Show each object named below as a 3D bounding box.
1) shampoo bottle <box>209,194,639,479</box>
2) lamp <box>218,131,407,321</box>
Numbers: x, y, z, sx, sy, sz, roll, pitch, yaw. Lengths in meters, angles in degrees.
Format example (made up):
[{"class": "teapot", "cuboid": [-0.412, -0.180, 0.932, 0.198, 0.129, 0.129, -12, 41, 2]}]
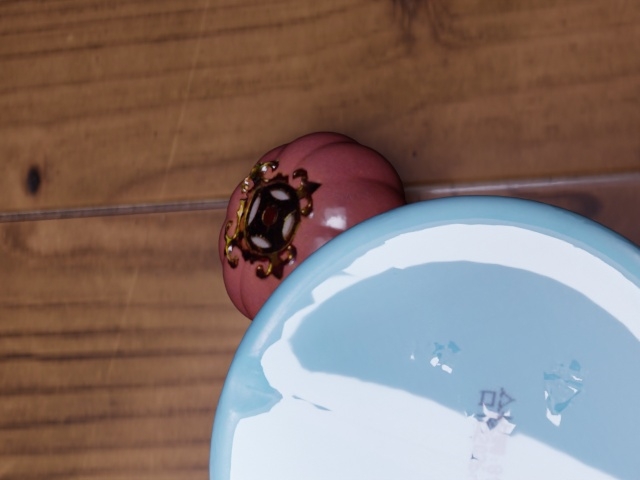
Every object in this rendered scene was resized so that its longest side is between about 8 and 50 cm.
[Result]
[{"class": "shampoo bottle", "cuboid": [0.124, 0.162, 0.861, 0.331, 0.342, 0.331, -3, 77, 13]}, {"class": "lamp", "cuboid": [0.000, 0.000, 1.038, 0.182, 0.140, 0.182, -21, 58, 37]}]
